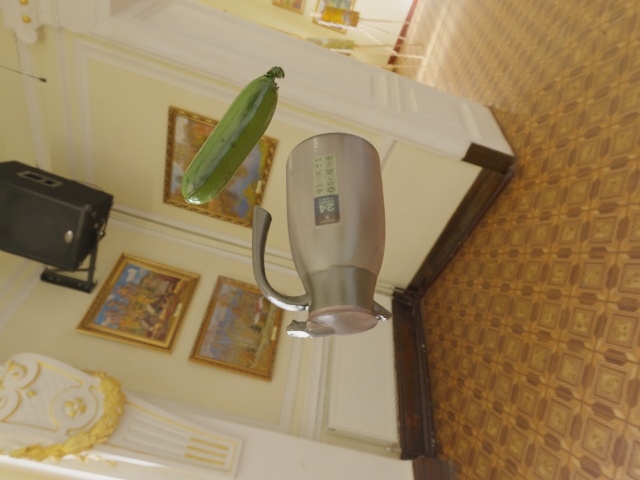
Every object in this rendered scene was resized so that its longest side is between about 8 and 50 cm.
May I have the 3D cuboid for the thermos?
[{"bbox_3d":[0.000,0.000,0.421,0.105,0.137,0.193,104,166,-61],"label":"thermos"}]

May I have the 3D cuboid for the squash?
[{"bbox_3d":[-0.192,-0.241,0.963,0.379,0.101,0.101,-60,6,-9],"label":"squash"}]
